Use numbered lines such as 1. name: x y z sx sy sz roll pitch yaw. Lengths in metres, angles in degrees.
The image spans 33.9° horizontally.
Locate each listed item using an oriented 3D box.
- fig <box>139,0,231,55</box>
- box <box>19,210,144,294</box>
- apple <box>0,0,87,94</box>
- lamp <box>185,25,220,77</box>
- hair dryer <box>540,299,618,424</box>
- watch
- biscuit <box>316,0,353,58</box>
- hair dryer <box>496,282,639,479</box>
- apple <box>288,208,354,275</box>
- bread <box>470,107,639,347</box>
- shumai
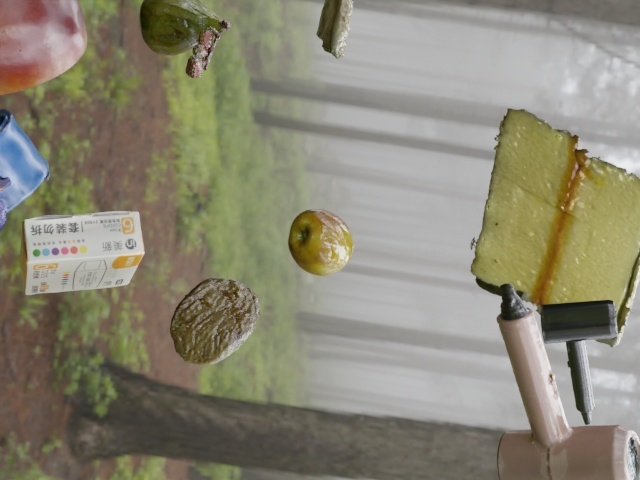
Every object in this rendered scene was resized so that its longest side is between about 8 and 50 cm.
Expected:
1. fig: -0.256 -0.424 2.039 0.126 0.185 0.133 -78 170 -68
2. box: -0.462 0.026 2.011 0.274 0.221 0.091 132 -51 -69
3. apple: -0.654 -0.432 2.052 0.329 0.365 0.295 -142 -144 -73
4. lamp: -0.174 -0.269 1.534 0.083 0.031 0.063 -66 173 -55
5. hair dryer: 0.471 0.217 1.850 0.070 0.128 0.255 -68 145 -58
6. watch: -0.478 -0.097 1.466 0.200 0.196 0.171 -71 147 -52
7. biscuit: 0.025 -0.357 1.558 0.290 0.038 0.141 -95 -163 -71
8. hair dryer: 0.317 0.212 1.459 0.107 0.189 0.344 -48 122 -52
9. apple: 0.000 0.000 1.713 0.102 0.099 0.114 19 49 -54
10. bread: 0.457 -0.012 1.969 0.405 0.346 0.242 69 43 -70
11. shumai: -0.147 0.122 1.536 0.105 0.123 0.139 49 59 -67
